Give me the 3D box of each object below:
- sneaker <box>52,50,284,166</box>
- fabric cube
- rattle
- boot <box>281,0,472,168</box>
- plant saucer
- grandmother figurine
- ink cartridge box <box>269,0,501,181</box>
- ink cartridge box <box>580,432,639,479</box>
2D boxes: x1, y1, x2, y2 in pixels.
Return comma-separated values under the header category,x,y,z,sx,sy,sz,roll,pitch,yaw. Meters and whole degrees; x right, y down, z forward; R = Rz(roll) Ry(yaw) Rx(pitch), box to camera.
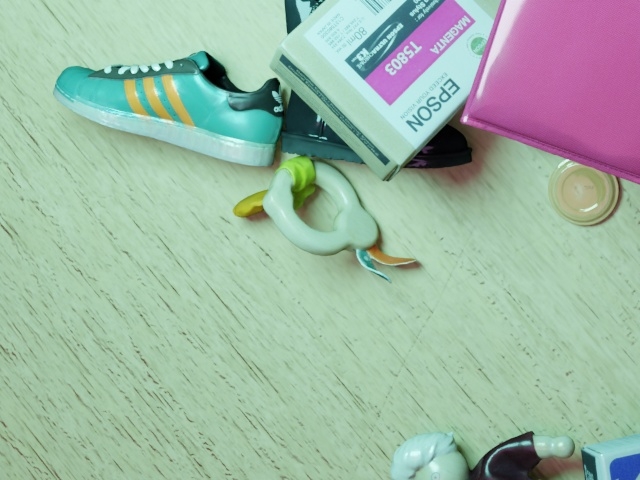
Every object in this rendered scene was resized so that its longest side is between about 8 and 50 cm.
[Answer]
category,x,y,z,sx,sy,sz,roll,pitch,yaw
sneaker,-0.186,-0.189,1.825,0.302,0.108,0.121,16,104,10
fabric cube,0.323,-0.210,1.484,0.254,0.259,0.258,22,105,15
rattle,0.000,0.000,1.801,0.199,0.130,0.143,36,124,-16
boot,0.066,-0.196,1.725,0.246,0.094,0.207,9,103,22
plant saucer,0.307,-0.059,1.698,0.083,0.013,0.083,4,101,20
grandmother figurine,0.246,0.322,1.743,0.342,0.104,0.208,22,98,14
ink cartridge box,0.092,-0.218,1.642,0.193,0.088,0.235,44,75,1
ink cartridge box,0.461,0.350,1.644,0.307,0.072,0.303,-10,97,-14
